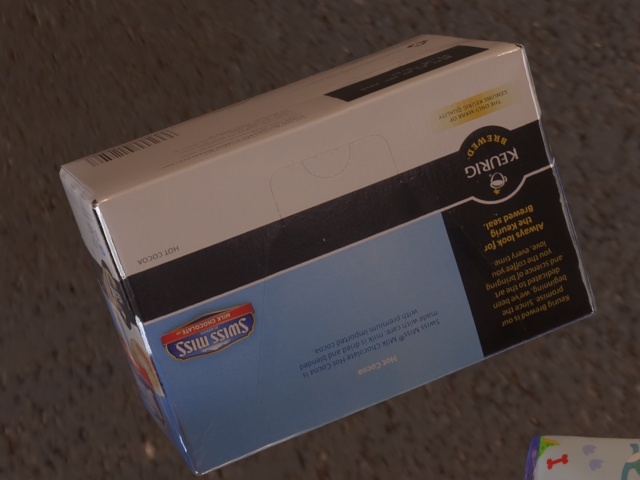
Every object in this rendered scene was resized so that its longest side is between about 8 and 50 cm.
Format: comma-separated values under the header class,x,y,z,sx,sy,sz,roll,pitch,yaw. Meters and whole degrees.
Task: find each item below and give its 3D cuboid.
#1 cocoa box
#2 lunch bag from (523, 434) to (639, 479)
class,x,y,z,sx,sy,sz,roll,pitch,yaw
cocoa box,0.000,0.000,1.365,0.347,0.231,0.228,-21,104,-11
lunch bag,0.183,0.196,1.015,0.096,0.129,0.151,48,48,-51
